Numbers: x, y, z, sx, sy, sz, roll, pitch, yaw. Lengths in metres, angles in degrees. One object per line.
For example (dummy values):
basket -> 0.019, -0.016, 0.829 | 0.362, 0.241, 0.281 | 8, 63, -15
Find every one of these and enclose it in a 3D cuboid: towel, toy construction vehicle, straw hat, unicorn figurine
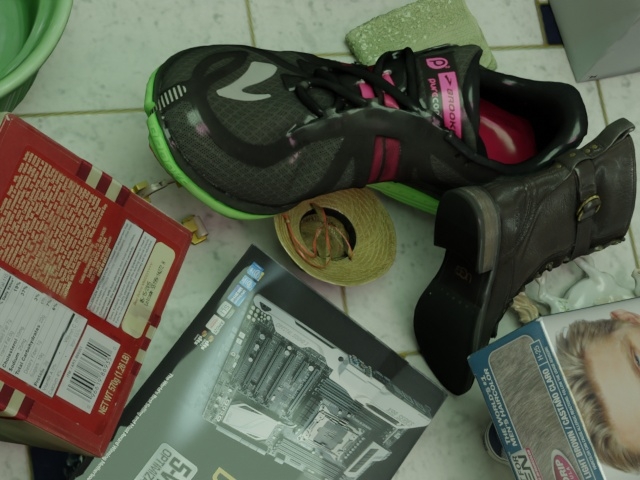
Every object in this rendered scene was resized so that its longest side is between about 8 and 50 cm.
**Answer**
towel -> 0.108, -0.204, 1.823 | 0.148, 0.027, 0.110 | -25, 78, -21
toy construction vehicle -> -0.163, -0.017, 1.679 | 0.098, 0.035, 0.086 | -21, 78, -21
straw hat -> 0.000, 0.000, 1.700 | 0.144, 0.061, 0.144 | 18, 51, -23
unicorn figurine -> 0.274, 0.051, 1.766 | 0.162, 0.060, 0.111 | -37, 80, -4

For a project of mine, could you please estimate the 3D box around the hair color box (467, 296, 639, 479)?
hair color box -> 0.316, 0.147, 1.643 | 0.347, 0.105, 0.174 | -8, 72, -43

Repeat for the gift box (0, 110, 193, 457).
gift box -> -0.290, 0.057, 1.491 | 0.276, 0.258, 0.255 | 41, 64, -36

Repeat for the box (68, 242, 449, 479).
box -> -0.062, 0.196, 1.609 | 0.242, 0.076, 0.307 | 38, 66, 0

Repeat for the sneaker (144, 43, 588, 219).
sneaker -> 0.051, -0.126, 1.633 | 0.482, 0.202, 0.185 | -1, 66, -34

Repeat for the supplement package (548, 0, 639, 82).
supplement package -> 0.341, -0.308, 1.831 | 0.149, 0.194, 0.203 | -12, 76, -18

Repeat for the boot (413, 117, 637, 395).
boot -> 0.214, 0.020, 1.679 | 0.229, 0.263, 0.091 | -18, 44, -31

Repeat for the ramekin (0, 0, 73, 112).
ramekin -> -0.392, -0.230, 1.630 | 0.303, 0.148, 0.303 | 5, 70, -13

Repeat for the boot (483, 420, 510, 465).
boot -> 0.262, 0.200, 1.691 | 0.190, 0.086, 0.069 | 5, 70, -13
